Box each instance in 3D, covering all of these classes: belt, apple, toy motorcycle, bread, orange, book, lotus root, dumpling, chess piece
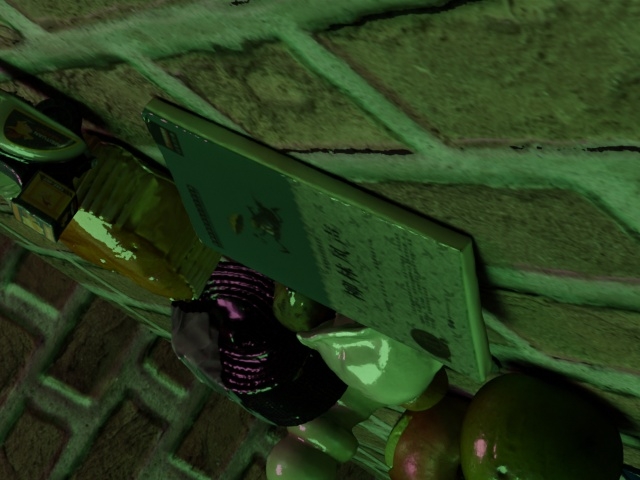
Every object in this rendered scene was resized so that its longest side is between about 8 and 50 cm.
[{"bbox_3d":[-0.079,0.142,1.977,0.289,0.184,0.164,26,173,46],"label":"belt"},{"bbox_3d":[0.250,0.244,1.651,0.196,0.157,0.196,21,170,4],"label":"apple"},{"bbox_3d":[0.179,0.308,2.054,0.199,0.199,0.199,29,168,7],"label":"apple"},{"bbox_3d":[-0.386,-0.125,1.674,0.263,0.157,0.091,29,159,6],"label":"toy motorcycle"},{"bbox_3d":[-0.238,-0.023,1.804,0.179,0.133,0.250,10,158,49],"label":"bread"},{"bbox_3d":[0.131,0.189,1.892,0.085,0.085,0.085,29,168,7],"label":"orange"},{"bbox_3d":[0.000,0.000,1.463,0.379,0.031,0.264,25,155,26],"label":"book"},{"bbox_3d":[-0.017,0.067,1.730,0.080,0.089,0.179,6,169,0],"label":"lotus root"},{"bbox_3d":[0.053,0.120,1.651,0.166,0.126,0.216,16,-173,-27],"label":"dumpling"},{"bbox_3d":[0.012,0.263,2.063,0.144,0.251,0.144,30,168,7],"label":"chess piece"}]

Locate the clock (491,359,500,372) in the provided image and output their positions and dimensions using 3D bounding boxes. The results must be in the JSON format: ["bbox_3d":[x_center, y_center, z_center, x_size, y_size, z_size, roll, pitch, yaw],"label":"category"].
[{"bbox_3d":[0.184,0.140,1.727,0.074,0.010,0.083,24,167,26],"label":"clock"}]

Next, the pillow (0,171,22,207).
[{"bbox_3d":[-0.367,-0.084,1.899,0.148,0.050,0.230,-17,161,5],"label":"pillow"}]

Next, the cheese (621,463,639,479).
[{"bbox_3d":[0.465,0.316,1.624,0.270,0.069,0.177,22,165,37],"label":"cheese"}]
